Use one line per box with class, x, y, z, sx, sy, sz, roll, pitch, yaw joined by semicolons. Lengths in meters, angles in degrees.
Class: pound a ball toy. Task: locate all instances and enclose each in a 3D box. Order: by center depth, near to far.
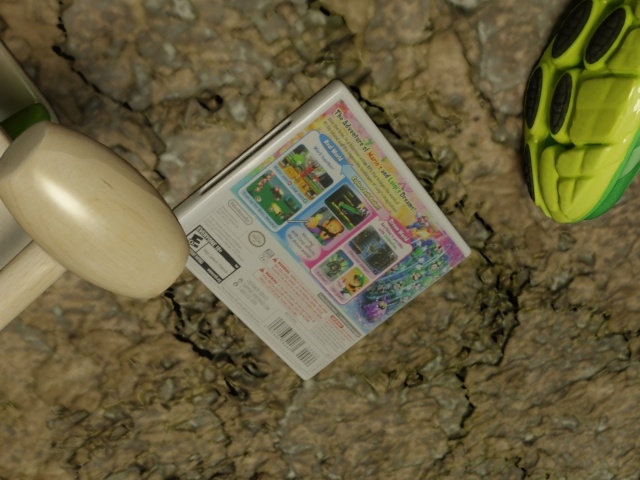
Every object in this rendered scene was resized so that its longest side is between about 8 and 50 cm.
pound a ball toy;-0.234;0.001;0.413;0.319;0.208;0.136;-32;124;2

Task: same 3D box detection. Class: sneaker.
sneaker;0.220;-0.129;0.544;0.123;0.109;0.296;20;111;-23

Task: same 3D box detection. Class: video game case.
video game case;0.000;0.000;0.602;0.143;0.019;0.157;-38;122;6
